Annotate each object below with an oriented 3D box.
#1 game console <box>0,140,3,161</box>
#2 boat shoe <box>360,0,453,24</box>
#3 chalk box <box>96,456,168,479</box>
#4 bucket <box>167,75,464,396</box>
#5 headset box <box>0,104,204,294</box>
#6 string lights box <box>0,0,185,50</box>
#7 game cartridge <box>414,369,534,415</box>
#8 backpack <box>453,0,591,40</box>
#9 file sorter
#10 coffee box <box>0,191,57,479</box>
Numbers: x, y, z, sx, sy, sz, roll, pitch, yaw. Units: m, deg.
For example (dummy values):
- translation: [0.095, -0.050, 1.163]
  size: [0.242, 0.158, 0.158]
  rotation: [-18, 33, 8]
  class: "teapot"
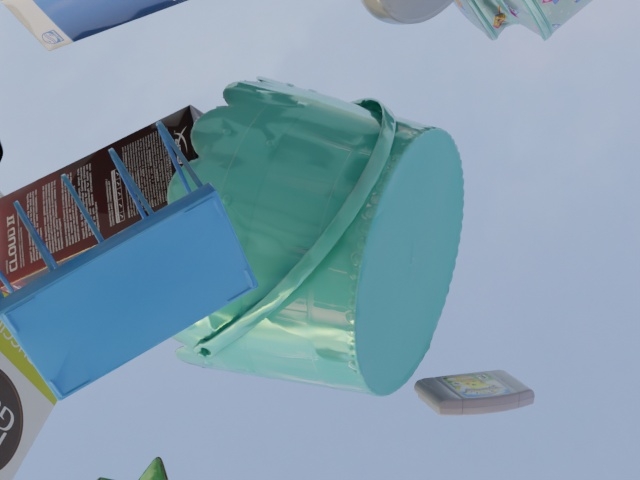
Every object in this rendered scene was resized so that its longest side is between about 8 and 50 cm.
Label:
- translation: [-0.327, -0.070, 1.189]
  size: [0.071, 0.107, 0.122]
  rotation: [8, -129, 14]
  class: "game console"
- translation: [0.083, -0.370, 1.241]
  size: [0.156, 0.136, 0.367]
  rotation: [21, -82, 51]
  class: "boat shoe"
- translation: [-0.097, 0.236, 0.867]
  size: [0.132, 0.132, 0.213]
  rotation: [-55, -152, 39]
  class: "chalk box"
- translation: [0.000, 0.000, 1.267]
  size: [0.183, 0.281, 0.281]
  rotation: [12, -120, 23]
  class: "bucket"
- translation: [-0.181, -0.002, 1.494]
  size: [0.293, 0.218, 0.110]
  rotation: [-22, -120, 25]
  class: "headset box"
- translation: [-0.157, -0.274, 1.308]
  size: [0.260, 0.077, 0.133]
  rotation: [-14, -135, 33]
  class: "string lights box"
- translation: [0.122, 0.120, 1.125]
  size: [0.083, 0.017, 0.056]
  rotation: [-5, -160, -21]
  class: "game cartridge"
- translation: [0.188, -0.286, 1.435]
  size: [0.144, 0.166, 0.188]
  rotation: [-40, -145, 0]
  class: "backpack"
- translation: [-0.155, 0.011, 1.051]
  size: [0.170, 0.118, 0.104]
  rotation: [-30, -129, -8]
  class: "file sorter"
- translation: [-0.537, 0.122, 1.756]
  size: [0.338, 0.337, 0.334]
  rotation: [-11, -140, 39]
  class: "coffee box"
